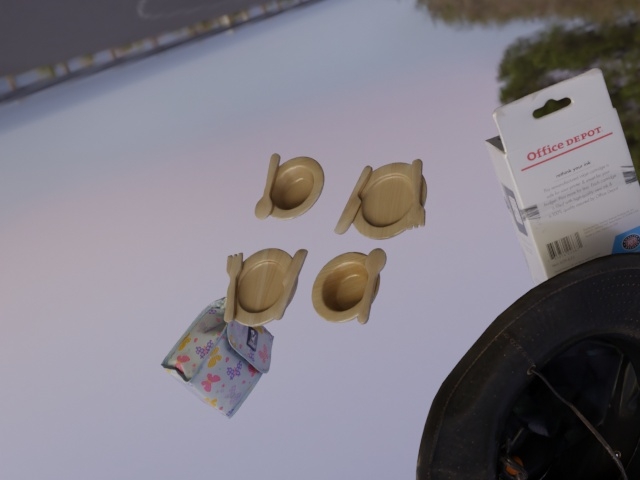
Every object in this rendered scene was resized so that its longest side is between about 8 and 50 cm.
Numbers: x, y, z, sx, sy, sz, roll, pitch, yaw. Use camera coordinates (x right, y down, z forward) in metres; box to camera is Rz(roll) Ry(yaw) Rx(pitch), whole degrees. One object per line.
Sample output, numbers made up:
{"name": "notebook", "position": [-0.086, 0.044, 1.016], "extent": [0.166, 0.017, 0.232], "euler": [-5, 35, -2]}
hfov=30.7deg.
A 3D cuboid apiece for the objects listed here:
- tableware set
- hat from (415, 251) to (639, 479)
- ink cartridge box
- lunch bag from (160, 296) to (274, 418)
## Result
{"name": "tableware set", "position": [0.000, 0.000, 0.864], "extent": [0.169, 0.020, 0.141], "euler": [2, -115, 36]}
{"name": "hat", "position": [0.216, 0.163, 1.023], "extent": [0.331, 0.331, 0.134], "euler": [-23, -165, -12]}
{"name": "ink cartridge box", "position": [0.213, -0.053, 1.008], "extent": [0.104, 0.180, 0.060], "euler": [-22, -163, -2]}
{"name": "lunch bag", "position": [-0.081, 0.097, 0.992], "extent": [0.053, 0.071, 0.083], "euler": [22, -111, 43]}
